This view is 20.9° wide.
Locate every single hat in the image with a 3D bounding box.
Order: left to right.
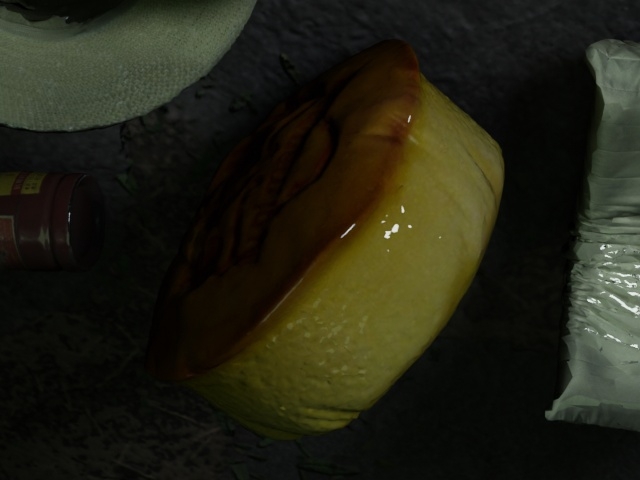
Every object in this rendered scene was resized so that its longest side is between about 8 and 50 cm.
[{"bbox_3d":[-0.164,-0.201,1.062,0.257,0.130,0.257,-3,105,-12],"label":"hat"}]

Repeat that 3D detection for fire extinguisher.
[{"bbox_3d":[-0.294,-0.002,1.292,0.252,0.106,0.075,1,149,12],"label":"fire extinguisher"}]

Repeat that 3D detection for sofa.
[{"bbox_3d":[0.256,0.001,1.115,0.210,0.176,0.225,9,131,6],"label":"sofa"}]

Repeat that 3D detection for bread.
[{"bbox_3d":[0.000,0.000,1.127,0.148,0.270,0.270,37,128,-18],"label":"bread"}]
